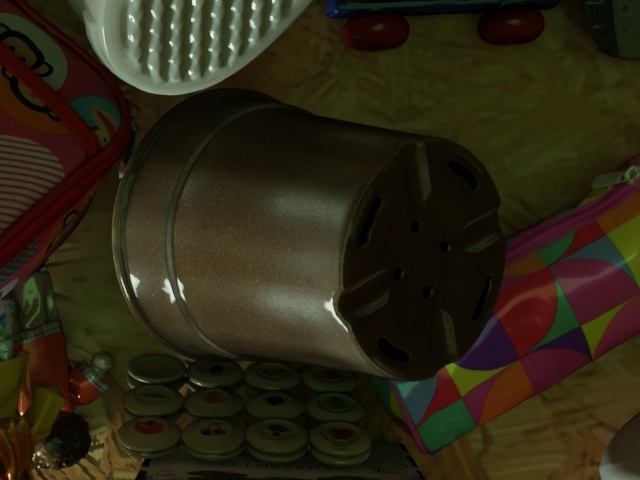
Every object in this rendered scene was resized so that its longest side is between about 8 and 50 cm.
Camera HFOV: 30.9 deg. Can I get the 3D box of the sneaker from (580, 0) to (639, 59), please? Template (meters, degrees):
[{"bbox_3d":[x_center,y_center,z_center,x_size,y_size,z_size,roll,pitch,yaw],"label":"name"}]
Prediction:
[{"bbox_3d":[0.207,-0.261,0.709,0.111,0.129,0.297,1,109,-5],"label":"sneaker"}]

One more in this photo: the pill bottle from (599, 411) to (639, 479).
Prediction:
[{"bbox_3d":[0.340,0.265,0.666,0.224,0.224,0.392,-25,93,-2],"label":"pill bottle"}]

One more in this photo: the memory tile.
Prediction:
[{"bbox_3d":[-0.046,0.100,0.699,0.148,0.113,0.012,2,111,-4],"label":"memory tile"}]

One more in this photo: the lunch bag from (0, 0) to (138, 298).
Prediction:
[{"bbox_3d":[-0.256,-0.090,0.635,0.293,0.120,0.258,41,45,-1],"label":"lunch bag"}]

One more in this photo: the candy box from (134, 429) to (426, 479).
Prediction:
[{"bbox_3d":[-0.023,0.162,0.657,0.165,0.196,0.070,3,92,-3],"label":"candy box"}]

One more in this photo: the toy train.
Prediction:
[{"bbox_3d":[0.032,-0.173,0.679,0.248,0.143,0.105,-3,91,-3],"label":"toy train"}]

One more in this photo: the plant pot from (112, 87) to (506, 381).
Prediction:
[{"bbox_3d":[0.000,0.000,0.637,0.167,0.165,0.167,-7,101,-42],"label":"plant pot"}]

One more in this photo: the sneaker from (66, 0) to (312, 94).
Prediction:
[{"bbox_3d":[0.001,-0.243,0.579,0.366,0.135,0.150,-40,52,-1],"label":"sneaker"}]

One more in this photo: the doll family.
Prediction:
[{"bbox_3d":[-0.254,0.112,0.682,0.263,0.118,0.163,-14,92,-3],"label":"doll family"}]

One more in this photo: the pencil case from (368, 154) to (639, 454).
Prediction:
[{"bbox_3d":[0.135,0.034,0.713,0.236,0.104,0.104,-33,93,-2],"label":"pencil case"}]
